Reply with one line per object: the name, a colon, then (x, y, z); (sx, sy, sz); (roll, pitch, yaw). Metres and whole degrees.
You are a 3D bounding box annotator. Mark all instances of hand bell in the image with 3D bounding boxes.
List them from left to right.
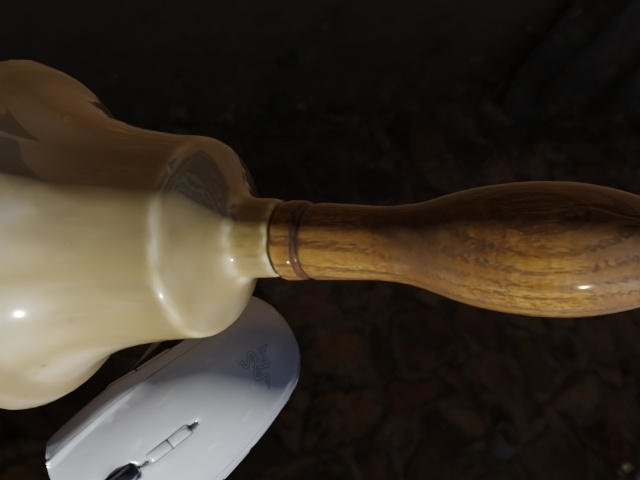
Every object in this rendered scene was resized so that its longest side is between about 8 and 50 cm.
hand bell: (0.000, 0.000, 0.357); (0.242, 0.126, 0.126); (1, -178, 28)

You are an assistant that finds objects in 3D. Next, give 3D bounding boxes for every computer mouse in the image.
computer mouse: (-0.082, 0.095, 0.503); (0.193, 0.106, 0.042); (-43, -169, -19)
